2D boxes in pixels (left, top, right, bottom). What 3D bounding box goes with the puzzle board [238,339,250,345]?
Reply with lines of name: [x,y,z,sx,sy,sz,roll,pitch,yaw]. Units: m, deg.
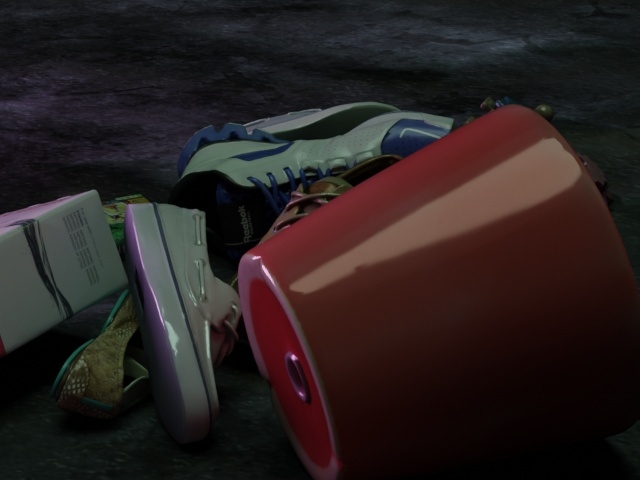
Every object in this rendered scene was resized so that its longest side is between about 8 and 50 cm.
puzzle board: [-0.058,0.072,1.868,0.128,0.011,0.096,13,24,39]

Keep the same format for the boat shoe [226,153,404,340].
boat shoe: [0.000,0.000,1.866,0.123,0.120,0.324,6,21,25]

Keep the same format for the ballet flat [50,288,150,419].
ballet flat: [-0.174,0.104,1.736,0.067,0.073,0.206,27,25,1]

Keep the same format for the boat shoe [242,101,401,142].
boat shoe: [-0.011,-0.123,2.319,0.227,0.079,0.081,-12,25,-15]

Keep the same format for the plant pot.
plant pot: [0.083,0.062,1.538,0.243,0.275,0.275,-20,23,-15]

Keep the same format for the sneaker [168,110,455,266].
sneaker: [-0.019,-0.040,2.048,0.315,0.127,0.182,-2,24,17]

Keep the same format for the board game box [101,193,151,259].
board game box: [-0.287,0.001,2.081,0.260,0.030,0.136,-11,23,-22]

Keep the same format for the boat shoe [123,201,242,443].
boat shoe: [-0.107,0.060,1.688,0.084,0.095,0.258,-3,48,-15]

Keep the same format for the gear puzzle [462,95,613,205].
gear puzzle: [0.211,-0.059,2.009,0.175,0.044,0.339,43,26,0]

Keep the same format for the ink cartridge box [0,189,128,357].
ink cartridge box: [-0.311,0.048,1.767,0.172,0.100,0.237,-13,11,35]
